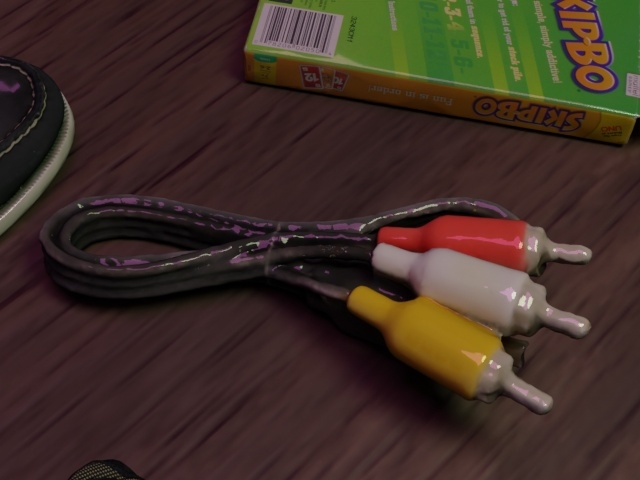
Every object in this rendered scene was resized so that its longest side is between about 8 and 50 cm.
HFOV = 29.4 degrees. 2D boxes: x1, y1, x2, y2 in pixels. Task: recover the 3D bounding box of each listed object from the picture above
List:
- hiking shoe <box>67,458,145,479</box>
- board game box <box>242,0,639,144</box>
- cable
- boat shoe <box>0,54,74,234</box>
[{"bbox_3d":[-0.071,0.143,0.525,0.227,0.086,0.114,-3,58,-4],"label":"hiking shoe"},{"bbox_3d":[0.092,-0.132,0.762,0.260,0.039,0.124,9,55,6],"label":"board game box"},{"bbox_3d":[0.000,0.000,0.640,0.287,0.072,0.139,18,50,9],"label":"cable"},{"bbox_3d":[-0.286,-0.029,0.617,0.340,0.113,0.127,-23,59,-18],"label":"boat shoe"}]
